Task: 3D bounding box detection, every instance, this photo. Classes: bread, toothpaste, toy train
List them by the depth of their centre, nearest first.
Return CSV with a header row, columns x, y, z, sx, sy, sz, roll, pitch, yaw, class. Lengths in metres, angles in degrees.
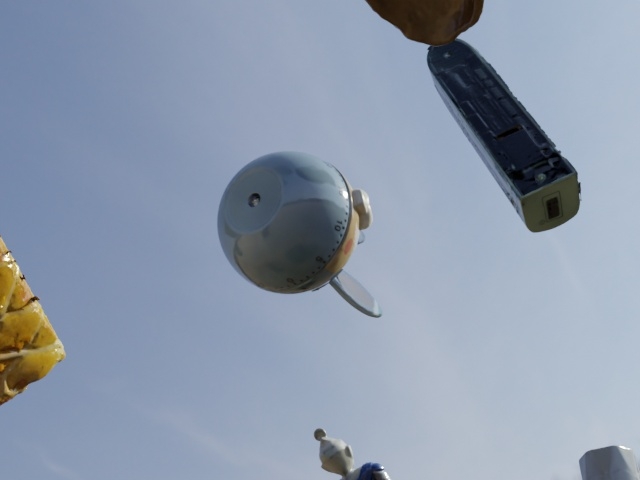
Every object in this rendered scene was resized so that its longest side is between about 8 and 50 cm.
x,y,z,sx,sy,sz,roll,pitch,yaw,class
-0.273,0.042,0.622,0.125,0.068,0.188,-40,-52,-31,bread
0.397,0.446,1.124,0.080,0.371,0.125,-26,-40,31,toothpaste
0.256,-0.172,1.336,0.086,0.407,0.088,-25,-47,3,toy train

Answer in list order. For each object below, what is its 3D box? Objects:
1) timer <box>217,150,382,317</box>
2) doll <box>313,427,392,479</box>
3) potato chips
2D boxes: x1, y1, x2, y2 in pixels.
x,y,z,sx,sy,sz,roll,pitch,yaw,class
0.005,-0.011,1.021,0.255,0.175,0.175,12,-38,-34,timer
0.062,0.343,1.194,0.114,0.227,0.057,-33,-6,15,doll
0.091,-0.295,0.940,0.201,0.049,0.150,35,-33,-20,potato chips
